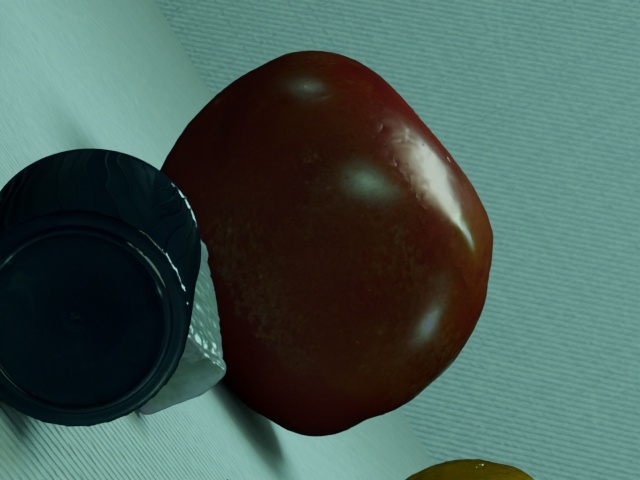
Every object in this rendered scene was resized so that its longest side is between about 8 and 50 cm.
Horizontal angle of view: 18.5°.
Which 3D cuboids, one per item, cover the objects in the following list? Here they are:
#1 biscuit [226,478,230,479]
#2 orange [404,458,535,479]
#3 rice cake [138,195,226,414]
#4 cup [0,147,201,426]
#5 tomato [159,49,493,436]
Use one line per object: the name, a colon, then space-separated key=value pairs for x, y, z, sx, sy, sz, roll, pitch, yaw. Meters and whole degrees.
biscuit: x=-0.005 y=0.260 z=1.343 sx=0.203 sy=0.016 sz=0.144 roll=59 pitch=2 yaw=33
orange: x=0.142 y=0.298 z=1.737 sx=0.219 sy=0.193 sz=0.219 roll=47 pitch=-10 yaw=10
rice cake: x=-0.109 y=0.038 z=1.376 sx=0.056 sy=0.073 sz=0.365 roll=60 pitch=2 yaw=-17
cup: x=-0.135 y=0.022 z=0.975 sx=0.138 sy=0.150 sz=0.113 roll=-104 pitch=-164 yaw=-77
tomato: x=0.000 y=0.000 z=1.730 sx=0.290 sy=0.293 sz=0.325 roll=40 pitch=16 yaw=-29
